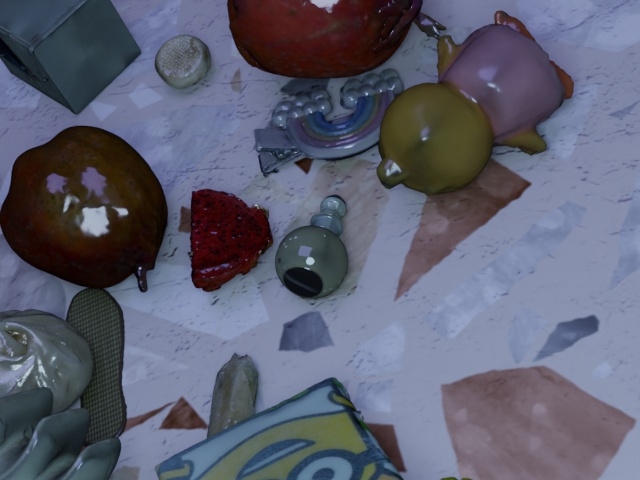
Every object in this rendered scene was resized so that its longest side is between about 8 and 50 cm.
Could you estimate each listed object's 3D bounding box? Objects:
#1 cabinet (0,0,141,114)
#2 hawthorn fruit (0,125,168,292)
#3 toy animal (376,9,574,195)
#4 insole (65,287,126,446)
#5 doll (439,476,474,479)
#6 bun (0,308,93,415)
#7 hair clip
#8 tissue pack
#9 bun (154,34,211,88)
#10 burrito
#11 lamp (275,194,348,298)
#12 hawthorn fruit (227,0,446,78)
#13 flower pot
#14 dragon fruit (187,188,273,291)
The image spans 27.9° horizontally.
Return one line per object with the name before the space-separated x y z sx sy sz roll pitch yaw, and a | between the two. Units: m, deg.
cabinet | -0.418 -0.321 1.979 0.206 0.145 0.150 31 71 36
hawthorn fruit | -0.294 -0.024 1.693 0.208 0.208 0.248 -44 68 -13
toy animal | 0.181 -0.157 1.608 0.281 0.169 0.195 -40 85 -6
insole | -0.288 0.157 1.663 0.086 0.005 0.253 -21 50 7
doll | 0.110 0.392 1.273 0.341 0.099 0.346 -45 35 -22
bun | -0.378 0.142 1.610 0.183 0.102 0.183 4 40 -3
hair clip | 0.015 -0.153 1.749 0.220 0.054 0.140 -17 44 5
tissue pack | -0.017 0.292 1.300 0.228 0.128 0.311 -26 27 -7
bun | -0.200 -0.262 1.908 0.086 0.055 0.086 -6 67 14
burrito | -0.105 0.213 1.522 0.058 0.045 0.188 -3 52 12
lamp | 0.000 0.000 1.623 0.091 0.091 0.163 -2 38 21
hawthorn fruit | 0.031 -0.335 1.746 0.307 0.276 0.276 18 63 15
flower pot | -0.385 0.291 1.455 0.367 0.164 0.254 -1 92 19
dragon fruit | -0.113 0.010 1.660 0.106 0.083 0.162 -7 43 1
